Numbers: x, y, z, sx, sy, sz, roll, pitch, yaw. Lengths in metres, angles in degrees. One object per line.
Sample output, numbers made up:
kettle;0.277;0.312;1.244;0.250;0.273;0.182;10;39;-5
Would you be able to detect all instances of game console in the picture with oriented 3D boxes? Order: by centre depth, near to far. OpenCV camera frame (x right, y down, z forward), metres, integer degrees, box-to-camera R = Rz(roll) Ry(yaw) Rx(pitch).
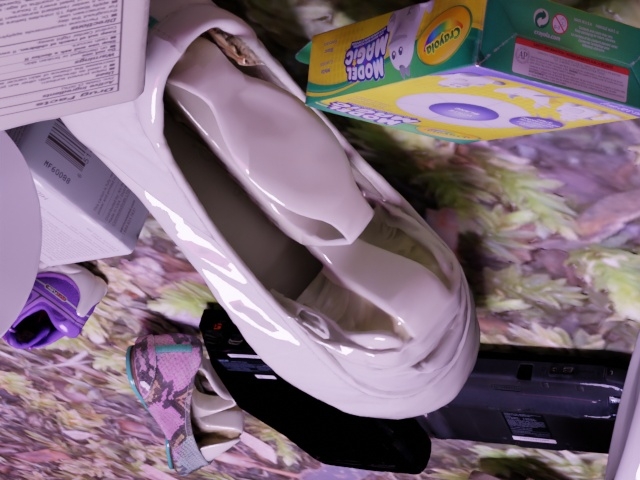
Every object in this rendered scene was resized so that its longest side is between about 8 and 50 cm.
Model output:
game console;0.088;0.126;1.136;0.361;0.044;0.213;2;149;30

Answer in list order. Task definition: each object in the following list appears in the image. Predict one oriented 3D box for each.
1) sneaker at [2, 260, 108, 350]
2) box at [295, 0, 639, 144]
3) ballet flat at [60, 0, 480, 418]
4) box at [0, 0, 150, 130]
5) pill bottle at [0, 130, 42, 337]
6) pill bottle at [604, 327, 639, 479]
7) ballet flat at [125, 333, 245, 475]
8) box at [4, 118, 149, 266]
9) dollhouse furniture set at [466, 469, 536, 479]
sneaker;-0.249;0.056;1.187;0.170;0.071;0.068;-8;141;42
box;0.068;-0.081;0.721;0.105;0.043;0.179;11;175;-27
ballet flat;0.000;0.000;0.852;0.139;0.139;0.400;-7;139;40
box;-0.153;-0.145;0.609;0.149;0.126;0.232;-13;165;-13
pill bottle;-0.315;-0.005;0.838;0.334;0.188;0.188;0;147;42
pill bottle;0.315;0.123;0.874;0.265;0.153;0.153;14;151;8
ballet flat;-0.108;0.145;1.268;0.079;0.077;0.221;-5;148;4
box;-0.158;-0.053;0.906;0.087;0.101;0.102;-8;142;41
dollhouse furniture set;0.229;0.359;1.095;0.362;0.256;0.394;31;170;-31
